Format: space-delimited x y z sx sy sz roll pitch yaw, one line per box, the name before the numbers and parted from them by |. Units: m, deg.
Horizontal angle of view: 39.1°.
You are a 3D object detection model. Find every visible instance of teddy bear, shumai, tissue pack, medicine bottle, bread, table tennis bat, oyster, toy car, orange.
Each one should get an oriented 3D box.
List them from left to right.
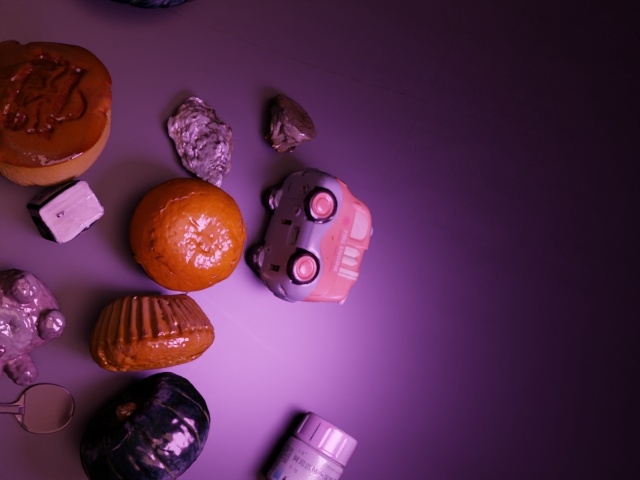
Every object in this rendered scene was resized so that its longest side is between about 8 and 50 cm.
teddy bear | -0.587 0.165 1.580 0.267 0.151 0.236 -39 113 -22
table tennis bat | -0.538 0.314 1.680 0.158 0.014 0.095 5 91 -25
bread | -0.487 -0.222 1.557 0.270 0.148 0.270 3 64 -7
tissue pack | -0.459 -0.053 1.612 0.103 0.170 0.090 -37 109 -18
bread | -0.309 0.169 1.657 0.240 0.240 0.139 -5 84 -23
orange | -0.250 -0.011 1.693 0.219 0.193 0.219 -1 98 -9
oyster | -0.225 -0.190 1.766 0.125 0.064 0.177 -40 105 -12
shumai | -0.071 -0.227 1.825 0.099 0.124 0.087 22 124 -41
medicine bottle | -0.017 0.451 1.845 0.135 0.135 0.168 37 77 -20
toy car | 0.000 0.000 1.815 0.212 0.180 0.270 17 86 -33

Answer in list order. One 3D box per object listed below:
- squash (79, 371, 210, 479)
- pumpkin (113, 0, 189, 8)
squash | -0.318 0.359 1.648 0.252 0.252 0.165 -41 100 -16
pumpkin | -0.300 -0.566 1.620 0.315 0.238 0.315 1 88 -27
